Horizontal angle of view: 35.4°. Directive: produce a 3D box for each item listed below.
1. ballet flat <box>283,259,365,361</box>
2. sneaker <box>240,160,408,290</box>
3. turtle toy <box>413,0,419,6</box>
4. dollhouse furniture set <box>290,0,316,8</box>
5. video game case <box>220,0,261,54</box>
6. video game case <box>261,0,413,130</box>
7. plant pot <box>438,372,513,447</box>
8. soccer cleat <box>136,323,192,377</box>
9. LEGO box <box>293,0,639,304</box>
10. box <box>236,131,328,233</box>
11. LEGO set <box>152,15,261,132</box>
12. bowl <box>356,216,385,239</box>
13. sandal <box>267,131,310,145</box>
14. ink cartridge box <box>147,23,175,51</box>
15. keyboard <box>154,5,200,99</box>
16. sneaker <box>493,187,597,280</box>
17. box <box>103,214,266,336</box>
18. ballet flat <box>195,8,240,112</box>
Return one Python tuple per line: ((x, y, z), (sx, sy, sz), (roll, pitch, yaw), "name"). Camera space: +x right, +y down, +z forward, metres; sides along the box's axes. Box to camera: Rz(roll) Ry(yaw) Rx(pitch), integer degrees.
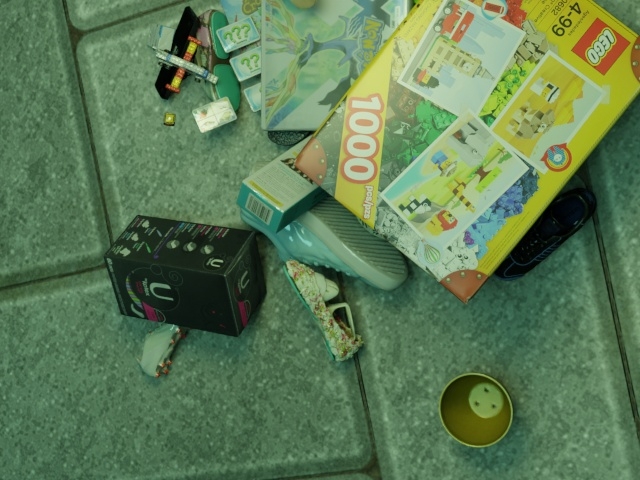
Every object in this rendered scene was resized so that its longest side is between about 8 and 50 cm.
((0.012, 0.124, 1.911), (0.077, 0.091, 0.241), (-25, 115, 5), "ballet flat")
((0.000, 0.000, 1.925), (0.366, 0.135, 0.150), (38, 128, 16), "sneaker")
((0.196, -0.465, 1.831), (0.095, 0.066, 0.130), (28, 105, 29), "turtle toy")
((0.033, -0.624, 1.835), (0.303, 0.356, 0.174), (-31, 126, 27), "dollhouse furniture set")
((-0.083, -0.455, 1.967), (0.212, 0.023, 0.193), (-23, 85, 21), "video game case")
((0.027, -0.369, 1.859), (0.299, 0.036, 0.329), (2, 95, 24), "video game case")
((0.293, 0.299, 1.827), (0.134, 0.095, 0.134), (2, 95, 22), "plant pot")
((-0.324, 0.197, 2.084), (0.076, 0.068, 0.196), (36, 108, 19), "soccer cleat")
((0.257, -0.205, 1.681), (0.372, 0.193, 0.500), (38, 95, 5), "LEGO box")
((-0.039, -0.113, 1.856), (0.100, 0.244, 0.060), (38, 136, 16), "box")
((-0.207, -0.313, 1.925), (0.244, 0.060, 0.182), (-24, 87, -9), "LEGO set")
((0.137, -0.092, 1.844), (0.170, 0.080, 0.170), (-2, 75, 8), "bowl")
((-0.023, -0.245, 1.953), (0.179, 0.040, 0.067), (-38, 85, 5), "sandal")
((-0.327, -0.416, 2.051), (0.083, 0.028, 0.048), (31, 109, 60), "ink cartridge box")
((-0.278, -0.367, 2.022), (0.192, 0.038, 0.100), (-62, 37, 30), "keyboard")
((0.387, -0.011, 1.772), (0.232, 0.090, 0.081), (-44, 78, 18), "sneaker")
((-0.264, 0.067, 1.977), (0.270, 0.143, 0.165), (8, 131, 21), "box")
((-0.213, -0.349, 2.006), (0.079, 0.077, 0.222), (-15, 83, 40), "ballet flat")
